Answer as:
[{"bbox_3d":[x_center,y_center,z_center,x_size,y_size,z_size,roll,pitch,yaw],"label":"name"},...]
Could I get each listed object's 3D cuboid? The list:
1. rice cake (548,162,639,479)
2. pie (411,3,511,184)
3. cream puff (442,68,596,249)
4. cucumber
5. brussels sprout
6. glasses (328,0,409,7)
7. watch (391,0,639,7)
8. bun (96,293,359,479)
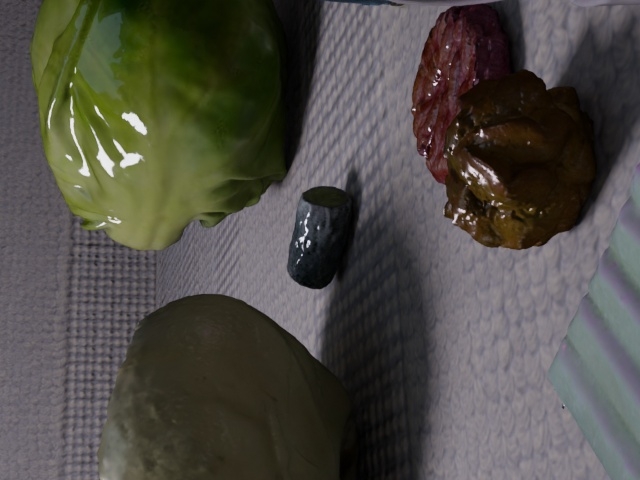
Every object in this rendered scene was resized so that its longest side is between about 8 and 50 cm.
[{"bbox_3d":[0.183,0.063,0.525,0.198,0.037,0.189,-106,24,-50],"label":"rice cake"},{"bbox_3d":[0.107,-0.114,0.836,0.154,0.036,0.154,-176,90,-76],"label":"pie"},{"bbox_3d":[0.119,-0.052,0.675,0.122,0.094,0.115,-166,77,-70],"label":"cream puff"},{"bbox_3d":[0.000,-0.002,1.162,0.064,0.064,0.111,-110,25,-55],"label":"cucumber"},{"bbox_3d":[-0.212,-0.239,1.425,0.361,0.343,0.425,105,151,-57],"label":"brussels sprout"},{"bbox_3d":[0.032,-0.268,0.884,0.088,0.221,0.189,36,131,24],"label":"glasses"},{"bbox_3d":[0.095,-0.241,0.548,0.244,0.231,0.196,127,146,-69],"label":"watch"},{"bbox_3d":[-0.066,0.231,1.043,0.364,0.202,0.364,-1,-90,-76],"label":"bun"}]
